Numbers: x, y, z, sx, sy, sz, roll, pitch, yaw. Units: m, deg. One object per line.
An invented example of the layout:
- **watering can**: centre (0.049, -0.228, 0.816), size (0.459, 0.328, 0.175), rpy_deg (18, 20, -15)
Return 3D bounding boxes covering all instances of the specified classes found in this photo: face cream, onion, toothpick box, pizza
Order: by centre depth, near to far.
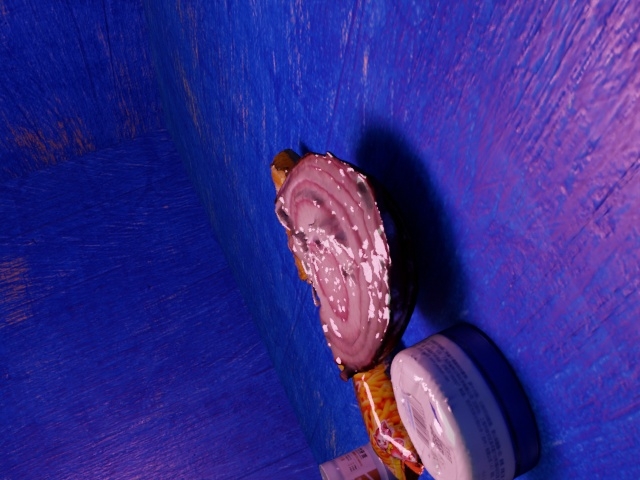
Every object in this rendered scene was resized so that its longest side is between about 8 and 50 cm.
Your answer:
- **face cream**: centre (0.174, 0.219, 1.037), size (0.206, 0.111, 0.206), rpy_deg (58, 161, 33)
- **onion**: centre (0.069, 0.021, 1.116), size (0.280, 0.146, 0.314), rpy_deg (-28, 75, 63)
- **pizza**: centre (0.000, 0.000, 1.468), size (0.251, 0.074, 0.288), rpy_deg (-128, 20, -51)
- **toothpick box**: centre (0.087, 0.489, 1.726), size (0.101, 0.153, 0.101), rpy_deg (158, 90, -77)

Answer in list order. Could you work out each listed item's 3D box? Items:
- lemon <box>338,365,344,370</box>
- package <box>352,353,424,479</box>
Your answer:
- **lemon**: centre (0.062, 0.237, 1.625), size (0.083, 0.062, 0.062), rpy_deg (101, 145, -64)
- **package**: centre (0.119, 0.282, 1.387), size (0.223, 0.108, 0.288), rpy_deg (81, 170, -61)
